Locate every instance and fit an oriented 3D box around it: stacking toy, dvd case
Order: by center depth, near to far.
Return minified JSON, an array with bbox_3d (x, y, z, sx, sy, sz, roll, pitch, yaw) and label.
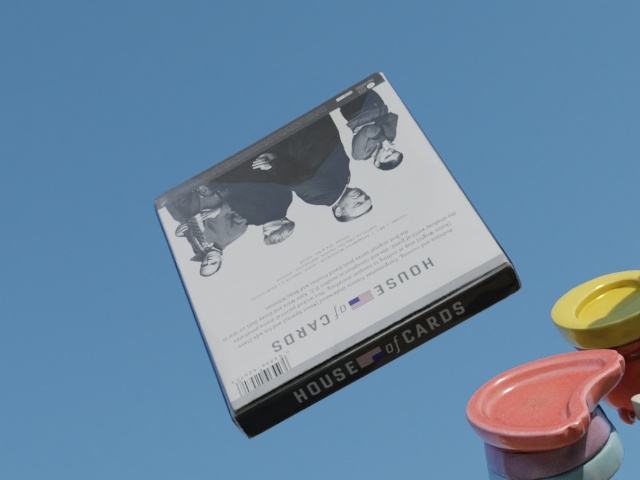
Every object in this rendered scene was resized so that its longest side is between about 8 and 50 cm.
[{"bbox_3d":[0.000,0.000,1.008,0.179,0.238,0.029,-29,-53,2],"label":"dvd case"},{"bbox_3d":[0.312,0.155,1.557,0.309,0.280,0.130,-38,-64,-41],"label":"stacking toy"}]
